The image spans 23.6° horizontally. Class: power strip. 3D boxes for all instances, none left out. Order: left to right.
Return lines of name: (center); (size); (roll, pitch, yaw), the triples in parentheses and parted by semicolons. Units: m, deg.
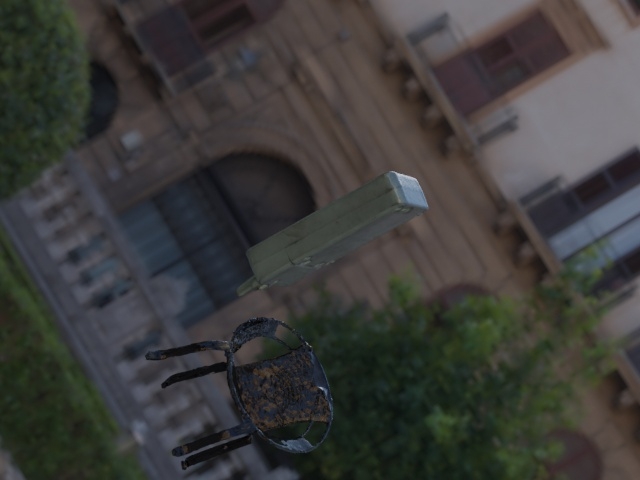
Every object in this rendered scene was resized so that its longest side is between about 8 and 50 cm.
power strip: (0.000, 0.000, 1.986); (0.093, 0.288, 0.053); (8, 56, -63)

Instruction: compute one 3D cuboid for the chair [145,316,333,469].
chair: (-0.089, 0.185, 1.835); (0.149, 0.213, 0.174); (102, -28, -71)
